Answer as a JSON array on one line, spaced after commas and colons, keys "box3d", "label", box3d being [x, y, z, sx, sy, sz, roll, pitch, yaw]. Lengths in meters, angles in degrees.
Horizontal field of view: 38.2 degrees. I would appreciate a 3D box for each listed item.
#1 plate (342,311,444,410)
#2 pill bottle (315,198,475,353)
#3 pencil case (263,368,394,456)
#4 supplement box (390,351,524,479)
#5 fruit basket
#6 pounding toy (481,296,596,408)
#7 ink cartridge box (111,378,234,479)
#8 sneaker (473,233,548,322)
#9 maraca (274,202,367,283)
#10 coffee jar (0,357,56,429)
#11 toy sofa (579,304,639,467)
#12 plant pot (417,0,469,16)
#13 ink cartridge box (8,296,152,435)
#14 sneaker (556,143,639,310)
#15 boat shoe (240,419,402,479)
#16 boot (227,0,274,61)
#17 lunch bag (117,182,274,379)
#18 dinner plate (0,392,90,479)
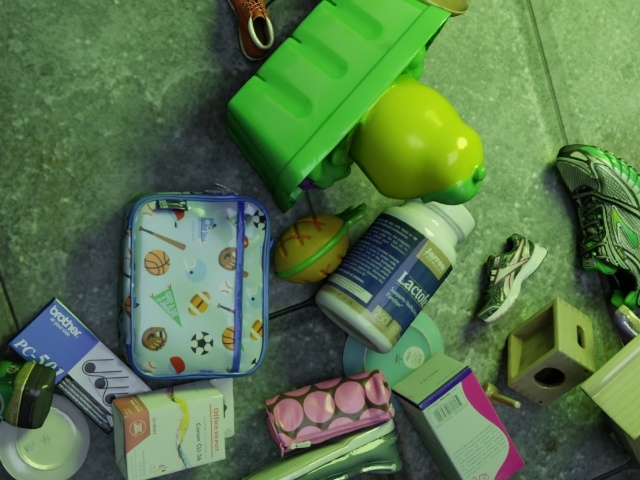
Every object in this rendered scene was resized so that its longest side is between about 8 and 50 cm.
[{"box3d": [0.130, 0.202, 1.583, 0.188, 0.024, 0.188, 0, 91, -17], "label": "plate"}, {"box3d": [0.126, 0.040, 1.509, 0.153, 0.153, 0.264, 41, 80, -14], "label": "pill bottle"}, {"box3d": [0.017, 0.279, 1.502, 0.210, 0.098, 0.095, -17, 125, -7], "label": "pencil case"}, {"box3d": [0.232, 0.314, 1.559, 0.111, 0.114, 0.220, -35, 108, -14], "label": "supplement box"}, {"box3d": [0.084, -0.179, 1.419, 0.392, 0.283, 0.391, 1, 83, -6], "label": "fruit basket"}, {"box3d": [0.372, 0.234, 1.590, 0.094, 0.206, 0.181, 32, 39, -15], "label": "pounding toy"}, {"box3d": [-0.214, 0.289, 1.430, 0.198, 0.067, 0.115, -9, 109, -28], "label": "ink cartridge box"}, {"box3d": [0.315, 0.064, 1.623, 0.077, 0.072, 0.178, 39, 72, -3], "label": "sneaker"}, {"box3d": [0.000, 0.000, 1.483, 0.186, 0.127, 0.099, -42, 108, -21], "label": "maraca"}, {"box3d": [-0.480, 0.210, 1.339, 0.185, 0.079, 0.096, 16, 117, -5], "label": "coffee jar"}, {"box3d": [0.540, 0.267, 1.567, 0.150, 0.177, 0.362, -42, 146, 2], "label": "toy sofa"}, {"box3d": [0.136, -0.432, 1.488, 0.236, 0.236, 0.032, 28, 122, -16], "label": "plant pot"}, {"box3d": [-0.366, 0.193, 1.415, 0.097, 0.046, 0.207, -45, 104, -12], "label": "ink cartridge box"}, {"box3d": [0.517, -0.023, 1.640, 0.146, 0.134, 0.343, -37, 102, -12], "label": "sneaker"}, {"box3d": [-0.006, 0.390, 1.499, 0.320, 0.116, 0.099, -22, 94, -21], "label": "boat shoe"}, {"box3d": [-0.107, -0.368, 1.461, 0.059, 0.085, 0.157, -16, 95, -15], "label": "boot"}, {"box3d": [-0.188, 0.062, 1.435, 0.243, 0.115, 0.303, 2, 92, -20], "label": "lunch bag"}, {"box3d": [-0.414, 0.298, 1.392, 0.141, 0.017, 0.141, 11, 69, -29], "label": "dinner plate"}]
